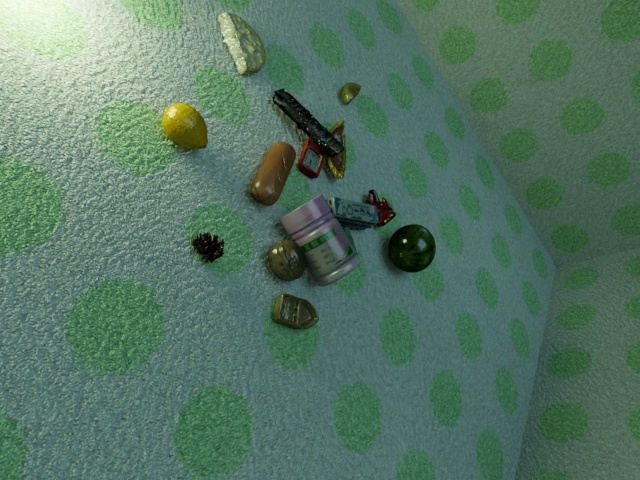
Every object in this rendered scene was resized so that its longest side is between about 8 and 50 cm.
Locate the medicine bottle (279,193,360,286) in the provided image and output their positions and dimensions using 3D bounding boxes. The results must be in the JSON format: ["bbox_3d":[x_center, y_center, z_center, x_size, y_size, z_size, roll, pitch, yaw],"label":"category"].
[{"bbox_3d":[0.000,0.000,1.678,0.212,0.212,0.326,-35,98,-44],"label":"medicine bottle"}]

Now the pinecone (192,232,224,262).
[{"bbox_3d":[-0.384,0.022,1.417,0.109,0.102,0.102,25,51,8],"label":"pinecone"}]

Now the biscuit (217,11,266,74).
[{"bbox_3d":[-0.330,-0.872,1.820,0.179,0.084,0.282,-24,89,-44],"label":"biscuit"}]

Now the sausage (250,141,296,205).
[{"bbox_3d":[-0.192,-0.271,1.679,0.121,0.121,0.305,37,51,-25],"label":"sausage"}]

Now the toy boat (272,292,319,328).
[{"bbox_3d":[-0.094,0.282,1.588,0.188,0.061,0.116,26,56,-32],"label":"toy boat"}]

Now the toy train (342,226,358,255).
[{"bbox_3d":[0.113,0.015,1.877,0.099,0.070,0.172,-7,77,-50],"label":"toy train"}]

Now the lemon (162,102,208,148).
[{"bbox_3d":[-0.477,-0.399,1.462,0.187,0.142,0.142,45,49,-17],"label":"lemon"}]

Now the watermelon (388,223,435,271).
[{"bbox_3d":[0.455,0.040,2.054,0.242,0.242,0.243,17,63,-36],"label":"watermelon"}]

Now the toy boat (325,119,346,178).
[{"bbox_3d":[0.076,-0.431,2.003,0.140,0.099,0.319,15,66,-33],"label":"toy boat"}]

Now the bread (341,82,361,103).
[{"bbox_3d":[0.154,-0.798,2.225,0.094,0.083,0.157,31,53,-26],"label":"bread"}]

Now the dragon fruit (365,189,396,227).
[{"bbox_3d":[0.287,-0.164,2.073,0.092,0.122,0.193,-27,95,-29],"label":"dragon fruit"}]

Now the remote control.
[{"bbox_3d":[-0.060,-0.532,1.889,0.399,0.062,0.145,44,33,-4],"label":"remote control"}]

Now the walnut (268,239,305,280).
[{"bbox_3d":[-0.129,0.077,1.586,0.140,0.140,0.162,-16,83,-44],"label":"walnut"}]

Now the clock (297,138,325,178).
[{"bbox_3d":[-0.045,-0.370,1.895,0.113,0.061,0.155,33,58,-28],"label":"clock"}]

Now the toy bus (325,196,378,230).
[{"bbox_3d":[0.126,-0.120,1.896,0.297,0.130,0.106,7,69,-39],"label":"toy bus"}]
